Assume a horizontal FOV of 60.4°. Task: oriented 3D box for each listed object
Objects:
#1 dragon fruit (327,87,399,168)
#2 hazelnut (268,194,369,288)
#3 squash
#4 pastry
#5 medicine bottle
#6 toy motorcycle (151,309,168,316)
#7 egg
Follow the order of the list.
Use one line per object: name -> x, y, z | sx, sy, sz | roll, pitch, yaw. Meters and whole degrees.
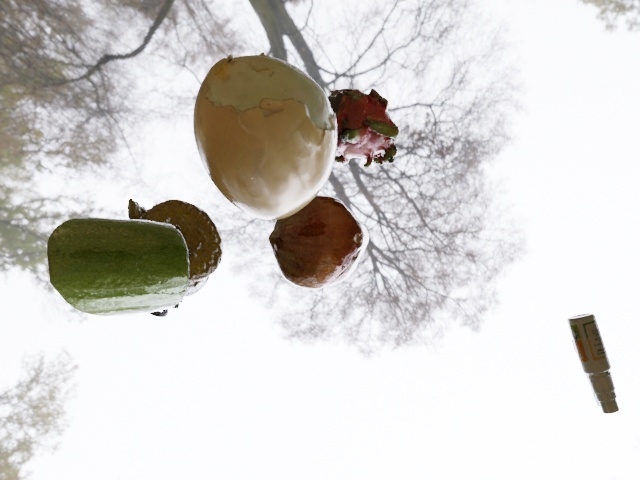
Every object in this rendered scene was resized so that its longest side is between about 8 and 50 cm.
dragon fruit -> 0.082, -0.228, 1.125 | 0.172, 0.160, 0.166 | 13, -139, -10
hazelnut -> 0.000, 0.000, 1.012 | 0.182, 0.182, 0.182 | -13, -127, 18
squash -> -0.390, 0.050, 1.018 | 0.189, 0.261, 0.189 | 2, -87, 48
pastry -> -0.369, 0.025, 1.364 | 0.132, 0.235, 0.239 | -35, -115, 44
medicine bottle -> 0.619, 0.278, 1.253 | 0.061, 0.092, 0.220 | -15, -96, 0
toy motorcycle -> -0.591, 0.119, 1.695 | 0.147, 0.326, 0.221 | -56, -175, 13
egg -> -0.076, -0.140, 0.787 | 0.201, 0.244, 0.201 | 0, -141, 0
